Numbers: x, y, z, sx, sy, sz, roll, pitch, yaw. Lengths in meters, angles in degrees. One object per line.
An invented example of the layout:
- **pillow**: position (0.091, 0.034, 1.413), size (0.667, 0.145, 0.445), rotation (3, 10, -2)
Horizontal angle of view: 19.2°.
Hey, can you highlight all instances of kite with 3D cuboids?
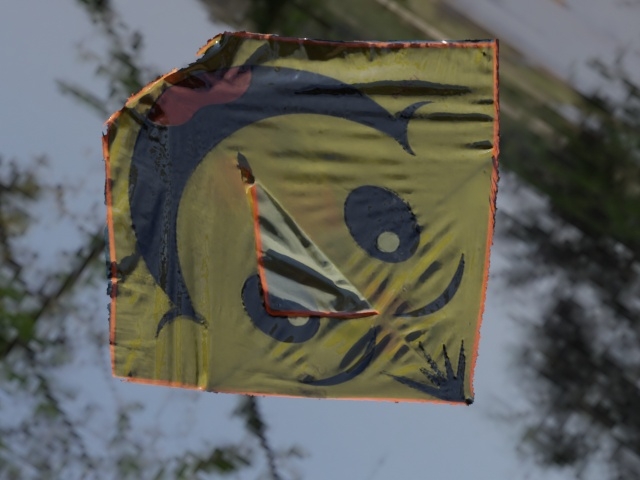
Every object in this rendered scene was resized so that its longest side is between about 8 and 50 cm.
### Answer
- **kite**: position (0.000, 0.001, 1.323), size (0.327, 0.377, 0.013), rotation (48, -161, -12)
